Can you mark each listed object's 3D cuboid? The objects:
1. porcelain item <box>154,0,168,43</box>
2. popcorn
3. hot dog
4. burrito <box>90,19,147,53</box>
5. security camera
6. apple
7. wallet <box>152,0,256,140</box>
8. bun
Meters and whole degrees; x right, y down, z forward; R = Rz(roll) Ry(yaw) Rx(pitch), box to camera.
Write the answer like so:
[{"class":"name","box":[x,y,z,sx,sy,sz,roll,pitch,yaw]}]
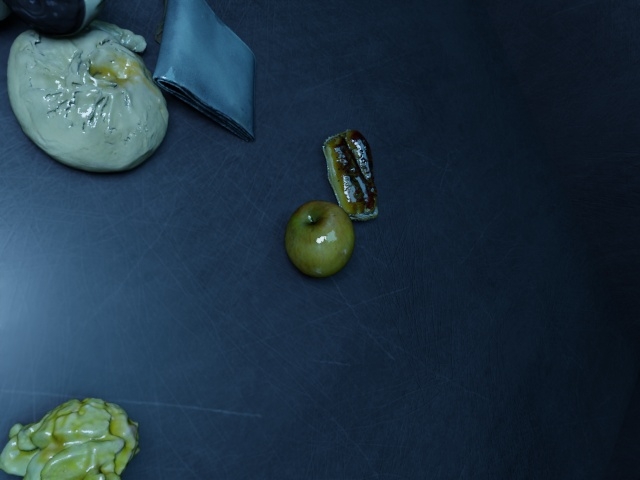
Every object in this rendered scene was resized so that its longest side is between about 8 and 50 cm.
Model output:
[{"class":"porcelain item","box":[-0.327,-0.549,0.977,0.069,0.081,0.216,17,67,-49]},{"class":"popcorn","box":[-0.366,0.338,0.644,0.167,0.185,0.188,31,29,-51]},{"class":"hot dog","box":[0.092,-0.184,1.201,0.162,0.081,0.271,-11,86,-37]},{"class":"burrito","box":[-0.454,-0.427,0.866,0.188,0.058,0.045,4,101,-38]},{"class":"security camera","box":[-0.485,-0.432,0.683,0.276,0.197,0.191,8,49,-9]},{"class":"apple","box":[0.000,0.000,1.029,0.183,0.182,0.155,-64,146,-30]},{"class":"wallet","box":[-0.237,-0.395,0.962,0.290,0.054,0.252,23,65,-56]},{"class":"bun","box":[-0.416,-0.270,0.793,0.287,0.146,0.288,9,74,-37]}]
